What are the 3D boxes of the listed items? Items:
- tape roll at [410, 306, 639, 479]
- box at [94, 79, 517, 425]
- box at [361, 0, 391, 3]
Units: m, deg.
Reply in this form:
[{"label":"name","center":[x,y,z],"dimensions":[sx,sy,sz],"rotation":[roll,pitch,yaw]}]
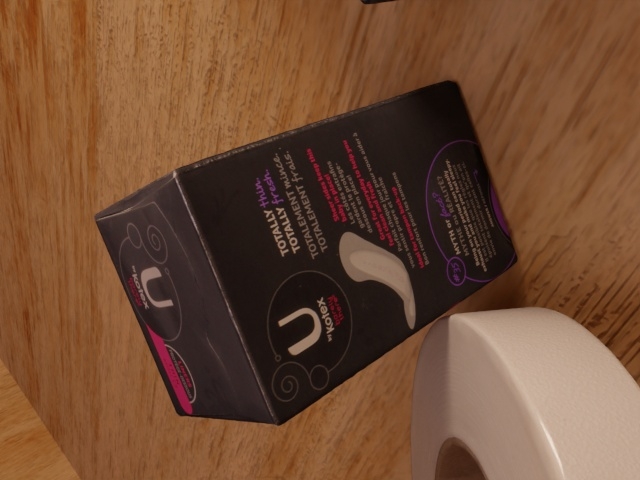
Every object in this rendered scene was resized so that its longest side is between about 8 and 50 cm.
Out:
[{"label":"tape roll","center":[0.142,0.242,0.465],"dimensions":[0.392,0.071,0.393],"rotation":[175,90,-83]},{"label":"box","center":[0.000,0.000,0.505],"dimensions":[0.143,0.270,0.165],"rotation":[-15,98,51]},{"label":"box","center":[0.025,-0.405,0.395],"dimensions":[0.395,0.097,0.318],"rotation":[57,139,9]}]
